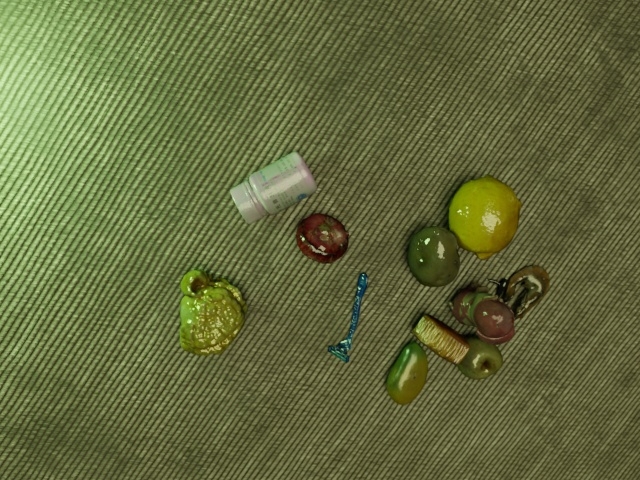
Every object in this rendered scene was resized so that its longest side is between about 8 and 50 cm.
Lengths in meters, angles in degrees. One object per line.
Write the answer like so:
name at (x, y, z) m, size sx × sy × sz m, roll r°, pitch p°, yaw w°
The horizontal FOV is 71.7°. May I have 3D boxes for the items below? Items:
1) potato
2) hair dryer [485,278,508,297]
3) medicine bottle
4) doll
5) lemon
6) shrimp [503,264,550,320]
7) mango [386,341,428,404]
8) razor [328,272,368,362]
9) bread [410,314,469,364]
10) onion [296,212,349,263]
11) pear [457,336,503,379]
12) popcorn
potato at (0.389, 0.056, 1.521) m, size 0.178 × 0.160 × 0.235 m, roll 8°, pitch 129°, yaw 7°
hair dryer at (0.652, 0.169, 1.661) m, size 0.083 × 0.031 × 0.079 m, roll 22°, pitch 106°, yaw 3°
medicine bottle at (-0.150, -0.166, 1.427) m, size 0.254 × 0.152 × 0.152 m, roll -30°, pitch 103°, yaw -1°
doll at (0.575, 0.255, 1.545) m, size 0.152 × 0.256 × 0.196 m, roll -41°, pitch 103°, yaw -3°
lemon at (0.548, -0.077, 1.491) m, size 0.233 × 0.233 × 0.288 m, roll -3°, pitch 98°, yaw -7°
shrimp at (0.754, 0.201, 1.658) m, size 0.145 × 0.059 × 0.254 m, roll 43°, pitch 93°, yaw -10°
mango at (0.332, 0.498, 1.646) m, size 0.137 × 0.091 × 0.237 m, roll 27°, pitch 96°, yaw -17°
razor at (0.120, 0.272, 1.599) m, size 0.056 × 0.093 × 0.324 m, roll 12°, pitch 97°, yaw -50°
bread at (0.432, 0.347, 1.580) m, size 0.199 × 0.199 × 0.104 m, roll 33°, pitch 94°, yaw -12°
onion at (0.000, 0.000, 1.493) m, size 0.184 × 0.147 × 0.184 m, roll 10°, pitch 63°, yaw -19°
pear at (0.581, 0.432, 1.642) m, size 0.167 × 0.136 × 0.167 m, roll -2°, pitch 104°, yaw -9°
popcorn at (-0.352, 0.241, 1.475) m, size 0.225 × 0.174 × 0.286 m, roll 2°, pitch 90°, yaw -23°
